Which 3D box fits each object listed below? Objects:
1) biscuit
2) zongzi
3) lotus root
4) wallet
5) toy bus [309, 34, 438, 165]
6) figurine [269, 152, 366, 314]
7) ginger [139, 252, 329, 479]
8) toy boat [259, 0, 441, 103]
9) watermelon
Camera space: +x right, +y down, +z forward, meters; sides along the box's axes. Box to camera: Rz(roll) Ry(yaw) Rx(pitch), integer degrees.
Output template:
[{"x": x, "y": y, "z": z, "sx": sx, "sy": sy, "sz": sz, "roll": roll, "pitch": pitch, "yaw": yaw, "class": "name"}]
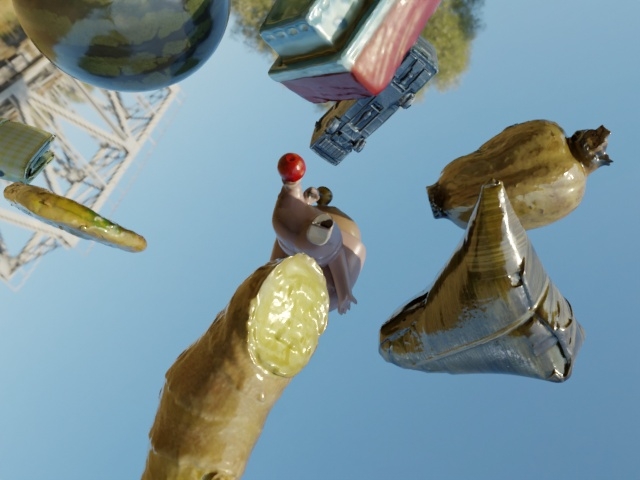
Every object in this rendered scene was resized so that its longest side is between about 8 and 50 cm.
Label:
[{"x": -0.247, "y": -0.021, "z": 0.610, "sx": 0.247, "sy": 0.118, "sz": 0.029, "roll": 9, "pitch": -109, "yaw": 59, "class": "biscuit"}, {"x": 0.176, "y": 0.060, "z": 0.842, "sx": 0.286, "sy": 0.288, "sz": 0.134, "roll": -11, "pitch": -150, "yaw": 38, "class": "zongzi"}, {"x": 0.283, "y": -0.092, "z": 0.906, "sx": 0.257, "sy": 0.140, "sz": 0.154, "roll": -15, "pitch": -116, "yaw": 13, "class": "lotus root"}, {"x": -0.766, "y": -0.221, "z": 1.368, "sx": 0.223, "sy": 0.310, "sz": 0.077, "roll": -93, "pitch": -158, "yaw": -58, "class": "wallet"}, {"x": 0.055, "y": -0.152, "z": 0.675, "sx": 0.166, "sy": 0.047, "sz": 0.065, "roll": -39, "pitch": -151, "yaw": 37, "class": "toy bus"}, {"x": 0.000, "y": 0.000, "z": 0.966, "sx": 0.176, "sy": 0.287, "sz": 0.186, "roll": 21, "pitch": -119, "yaw": 22, "class": "figurine"}, {"x": -0.106, "y": 0.169, "z": 0.737, "sx": 0.354, "sy": 0.126, "sz": 0.190, "roll": -55, "pitch": -142, "yaw": 3, "class": "ginger"}, {"x": 0.054, "y": -0.296, "z": 0.597, "sx": 0.145, "sy": 0.133, "sz": 0.332, "roll": 8, "pitch": -116, "yaw": 51, "class": "toy boat"}, {"x": -0.197, "y": -0.253, "z": 0.621, "sx": 0.212, "sy": 0.212, "sz": 0.212, "roll": -26, "pitch": -150, "yaw": 16, "class": "watermelon"}]
